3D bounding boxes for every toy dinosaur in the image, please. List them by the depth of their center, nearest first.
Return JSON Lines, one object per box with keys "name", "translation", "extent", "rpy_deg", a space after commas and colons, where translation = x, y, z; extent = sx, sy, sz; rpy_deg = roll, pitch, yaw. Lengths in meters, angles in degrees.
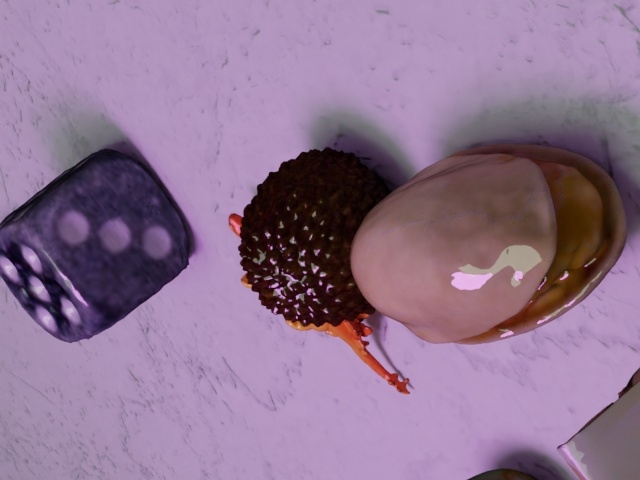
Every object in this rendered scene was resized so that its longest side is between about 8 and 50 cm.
{"name": "toy dinosaur", "translation": [0.006, 0.065, 2.157], "extent": [0.288, 0.070, 0.117], "rpy_deg": [44, 150, 2]}

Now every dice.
{"name": "dice", "translation": [-0.285, 0.008, 2.369], "extent": [0.183, 0.182, 0.181], "rpy_deg": [55, 149, -11]}

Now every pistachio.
{"name": "pistachio", "translation": [0.151, 0.000, 1.784], "extent": [0.299, 0.187, 0.187], "rpy_deg": [-17, 109, 52]}

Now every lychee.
{"name": "lychee", "translation": [0.000, 0.000, 1.984], "extent": [0.188, 0.188, 0.188], "rpy_deg": [34, 147, 27]}

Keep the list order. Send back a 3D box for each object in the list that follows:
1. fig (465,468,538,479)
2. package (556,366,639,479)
{"name": "fig", "translation": [0.196, 0.341, 2.102], "extent": [0.181, 0.181, 0.191], "rpy_deg": [33, 122, 29]}
{"name": "package", "translation": [0.382, 0.243, 1.742], "extent": [0.311, 0.221, 0.165], "rpy_deg": [48, 171, 6]}
